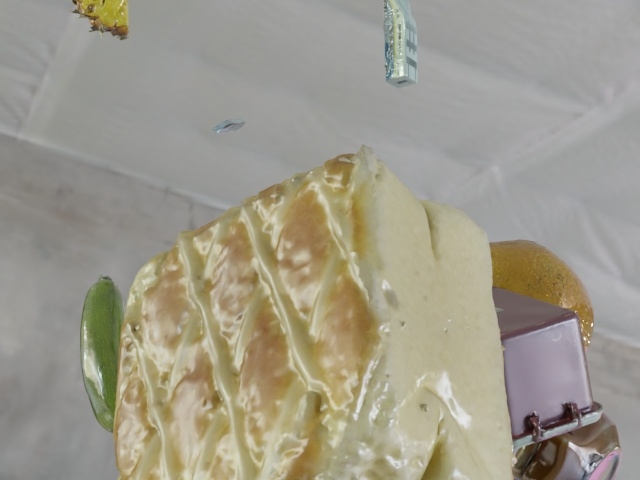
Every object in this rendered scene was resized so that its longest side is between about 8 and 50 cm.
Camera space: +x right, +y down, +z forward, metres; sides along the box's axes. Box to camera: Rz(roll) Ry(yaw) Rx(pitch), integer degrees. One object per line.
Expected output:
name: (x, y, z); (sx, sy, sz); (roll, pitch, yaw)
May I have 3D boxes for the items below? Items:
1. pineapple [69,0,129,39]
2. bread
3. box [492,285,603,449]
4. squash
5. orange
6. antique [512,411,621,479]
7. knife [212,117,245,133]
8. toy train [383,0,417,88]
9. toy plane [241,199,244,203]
pineapple: (-0.367, -0.409, 2.304); (0.137, 0.116, 0.069); (44, -11, 0)
bread: (-0.018, 0.150, 1.402); (0.371, 0.390, 0.279); (-22, -42, 30)
box: (0.260, 0.177, 1.958); (0.193, 0.168, 0.294); (-12, 13, -24)
squash: (-0.314, 0.161, 1.950); (0.071, 0.318, 0.080); (-10, -40, -6)
orange: (0.336, 0.131, 2.309); (0.274, 0.274, 0.274); (12, -18, 4)
antique: (0.432, 0.391, 2.332); (0.129, 0.223, 0.278); (29, -3, 29)
knife: (-0.139, -0.179, 2.083); (0.028, 0.015, 0.210); (-28, 3, 7)
toy train: (0.148, -0.403, 2.488); (0.051, 0.234, 0.052); (-9, -18, 32)
toy plane: (-0.003, 0.006, 2.152); (0.326, 0.104, 0.223); (19, -29, 23)
